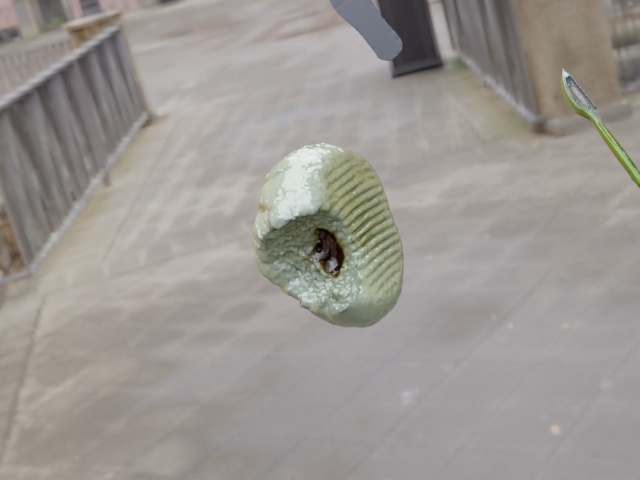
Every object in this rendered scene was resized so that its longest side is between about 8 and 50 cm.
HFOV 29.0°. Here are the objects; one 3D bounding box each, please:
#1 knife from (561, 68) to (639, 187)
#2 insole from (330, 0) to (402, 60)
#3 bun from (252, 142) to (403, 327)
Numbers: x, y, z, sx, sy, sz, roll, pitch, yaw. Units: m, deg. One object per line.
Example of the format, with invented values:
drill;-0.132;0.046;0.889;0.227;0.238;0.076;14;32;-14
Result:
knife;0.341;-0.136;1.509;0.026;0.184;0.022;-37;-21;12
insole;0.047;-0.260;1.402;0.045;0.135;0.002;-40;-13;16
bun;0.000;0.000;1.384;0.126;0.213;0.203;-20;-12;33
